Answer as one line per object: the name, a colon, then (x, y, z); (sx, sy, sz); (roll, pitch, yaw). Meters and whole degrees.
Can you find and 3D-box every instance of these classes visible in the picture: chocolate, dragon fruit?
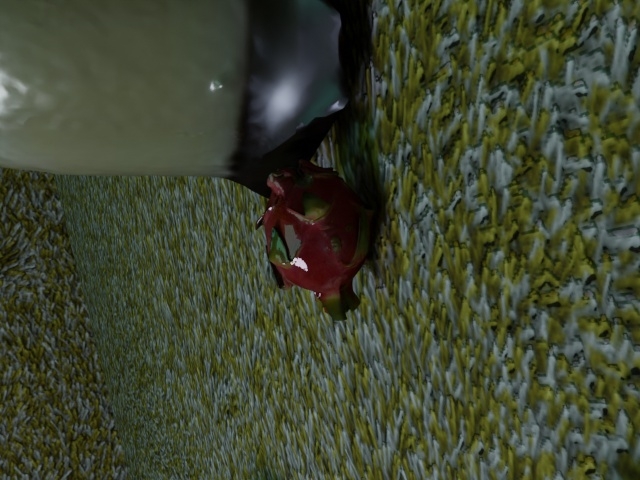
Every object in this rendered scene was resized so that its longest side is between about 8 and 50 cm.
chocolate: (-0.168, -0.177, 0.851); (0.314, 0.297, 0.326); (132, 121, -73)
dragon fruit: (-0.001, 0.002, 0.809); (0.081, 0.086, 0.116); (32, 130, 57)
